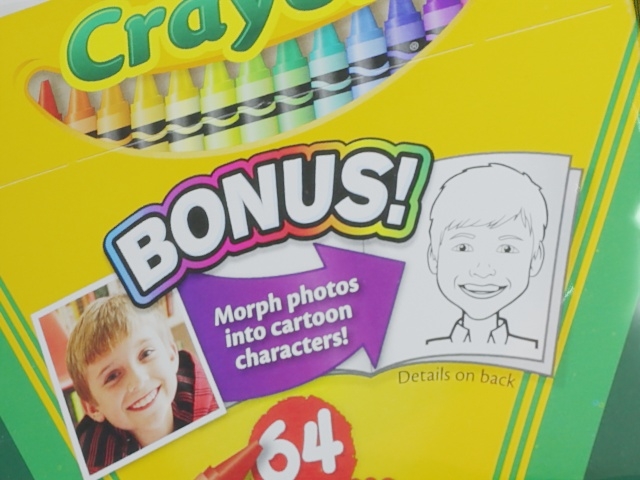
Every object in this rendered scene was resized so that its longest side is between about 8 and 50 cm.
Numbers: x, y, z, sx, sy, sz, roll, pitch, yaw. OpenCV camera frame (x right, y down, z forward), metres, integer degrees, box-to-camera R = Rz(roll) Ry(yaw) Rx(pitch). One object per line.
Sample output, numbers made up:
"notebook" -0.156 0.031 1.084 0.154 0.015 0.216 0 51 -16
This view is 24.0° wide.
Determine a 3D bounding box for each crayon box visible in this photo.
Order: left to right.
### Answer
"crayon box" 0.000 0.000 0.754 0.362 0.106 0.313 -15 71 19

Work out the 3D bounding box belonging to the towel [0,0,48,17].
"towel" -0.202 -0.176 1.067 0.247 0.038 0.325 -4 73 33
